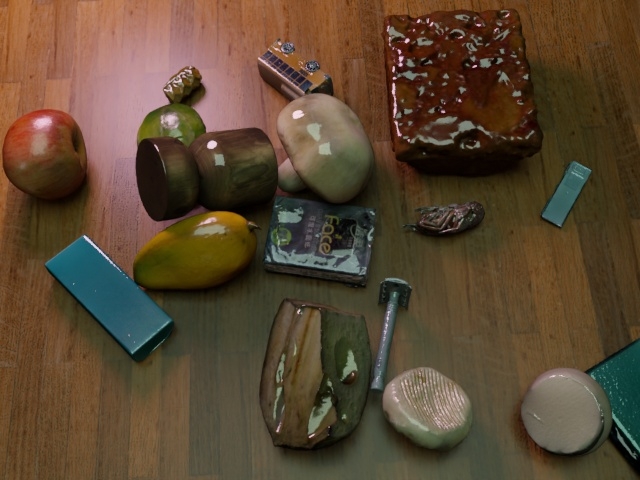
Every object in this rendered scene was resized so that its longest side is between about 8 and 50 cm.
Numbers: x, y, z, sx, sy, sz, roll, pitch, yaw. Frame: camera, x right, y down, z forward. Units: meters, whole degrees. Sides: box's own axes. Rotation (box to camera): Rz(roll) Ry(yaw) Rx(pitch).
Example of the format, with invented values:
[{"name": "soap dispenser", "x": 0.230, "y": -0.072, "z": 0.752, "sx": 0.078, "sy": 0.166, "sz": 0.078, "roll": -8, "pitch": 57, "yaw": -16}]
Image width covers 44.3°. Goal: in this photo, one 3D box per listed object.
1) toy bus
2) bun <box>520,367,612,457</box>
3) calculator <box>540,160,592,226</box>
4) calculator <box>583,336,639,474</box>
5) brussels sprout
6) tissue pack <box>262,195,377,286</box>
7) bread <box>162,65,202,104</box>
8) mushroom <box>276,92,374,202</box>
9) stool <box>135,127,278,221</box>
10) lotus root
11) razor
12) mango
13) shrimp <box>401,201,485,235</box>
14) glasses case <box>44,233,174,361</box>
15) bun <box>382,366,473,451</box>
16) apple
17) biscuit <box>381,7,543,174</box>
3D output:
[{"name": "toy bus", "x": -0.062, "y": -0.399, "z": 1.923, "sx": 0.182, "sy": 0.091, "sz": 0.103, "roll": 40, "pitch": 74, "yaw": 20}, {"name": "bun", "x": 0.489, "y": 0.336, "z": 1.546, "sx": 0.173, "sy": 0.120, "sz": 0.172, "roll": -2, "pitch": 85, "yaw": 31}, {"name": "calculator", "x": 0.565, "y": -0.109, "z": 1.806, "sx": 0.057, "sy": 0.018, "sz": 0.172, "roll": 28, "pitch": 69, "yaw": 15}, {"name": "calculator", "x": 0.684, "y": 0.330, "z": 1.578, "sx": 0.248, "sy": 0.058, "sz": 0.274, "roll": -32, "pitch": 68, "yaw": -13}, {"name": "brussels sprout", "x": -0.343, "y": -0.234, "z": 1.827, "sx": 0.161, "sy": 0.144, "sz": 0.180, "roll": -18, "pitch": 74, "yaw": -16}, {"name": "tissue pack", "x": 0.000, "y": 0.000, "z": 1.746, "sx": 0.235, "sy": 0.073, "sz": 0.173, "roll": 9, "pitch": 67, "yaw": 6}, {"name": "bread", "x": -0.342, "y": -0.388, "z": 1.945, "sx": 0.110, "sy": 0.060, "sz": 0.066, "roll": -47, "pitch": 44, "yaw": -16}, {"name": "mushroom", "x": -0.010, "y": -0.193, "z": 1.765, "sx": 0.234, "sy": 0.254, "sz": 0.260, "roll": -34, "pitch": 20, "yaw": 24}, {"name": "stool", "x": -0.247, "y": -0.147, "z": 1.715, "sx": 0.264, "sy": 0.179, "sz": 0.179, "roll": -11, "pitch": 62, "yaw": -31}, {"name": "lotus root", "x": -0.004, "y": 0.272, "z": 1.596, "sx": 0.210, "sy": 0.142, "sz": 0.314, "roll": -9, "pitch": 64, "yaw": 40}, {"name": "razor", "x": 0.138, "y": 0.202, "z": 1.618, "sx": 0.068, "sy": 0.106, "sz": 0.232, "roll": 9, "pitch": 61, "yaw": 7}, {"name": "mango", "x": -0.268, "y": 0.030, "z": 1.691, "sx": 0.317, "sy": 0.176, "sz": 0.119, "roll": -18, "pitch": 44, "yaw": 11}, {"name": "shrimp", "x": 0.274, "y": -0.047, "z": 1.763, "sx": 0.190, "sy": 0.075, "sz": 0.073, "roll": -10, "pitch": 97, "yaw": 8}, {"name": "glasses case", "x": -0.458, "y": 0.125, "z": 1.712, "sx": 0.301, "sy": 0.070, "sz": 0.117, "roll": 41, "pitch": 67, "yaw": 20}, {"name": "bun", "x": 0.210, "y": 0.343, "z": 1.564, "sx": 0.183, "sy": 0.102, "sz": 0.183, "roll": 9, "pitch": 41, "yaw": -8}, {"name": "apple", "x": -0.628, "y": -0.194, "z": 1.794, "sx": 0.164, "sy": 0.209, "sz": 0.209, "roll": -9, "pitch": 65, "yaw": 3}, {"name": "biscuit", "x": 0.320, "y": -0.349, "z": 1.845, "sx": 0.343, "sy": 0.166, "sz": 0.395, "roll": -1, "pitch": 67, "yaw": 0}]
